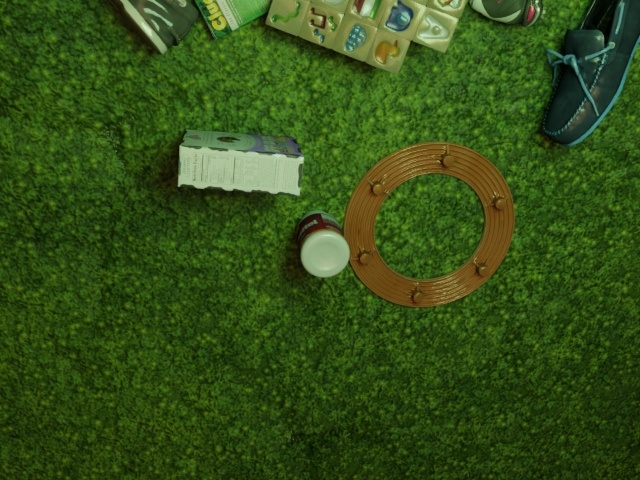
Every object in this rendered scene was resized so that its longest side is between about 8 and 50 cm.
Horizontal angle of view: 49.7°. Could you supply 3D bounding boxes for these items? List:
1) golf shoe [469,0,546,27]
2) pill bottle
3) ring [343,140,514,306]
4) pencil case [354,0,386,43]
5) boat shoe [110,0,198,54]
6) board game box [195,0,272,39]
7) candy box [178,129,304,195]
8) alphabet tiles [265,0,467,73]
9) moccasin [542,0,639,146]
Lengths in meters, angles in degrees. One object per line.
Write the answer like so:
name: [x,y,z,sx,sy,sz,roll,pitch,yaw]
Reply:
golf shoe: [0.333,-0.492,1.122,0.120,0.105,0.272,10,108,-3]
pill bottle: [0.000,0.000,1.233,0.086,0.152,0.086,-2,111,-6]
ring: [0.211,-0.021,1.318,0.337,0.032,0.336,-3,111,-7]
pencil case: [0.086,-0.433,1.113,0.105,0.104,0.236,-5,111,-5]
boat shoe: [-0.325,-0.442,1.059,0.095,0.112,0.335,-45,116,-9]
board game box: [-0.173,-0.470,1.102,0.136,0.030,0.259,-27,111,1]
candy box: [-0.135,-0.134,1.159,0.196,0.165,0.070,4,108,-8]
alphabet tiles: [0.067,-0.430,1.058,0.343,0.011,0.285,21,112,-2]
moccasin: [0.461,-0.336,1.189,0.117,0.138,0.341,21,93,-28]
